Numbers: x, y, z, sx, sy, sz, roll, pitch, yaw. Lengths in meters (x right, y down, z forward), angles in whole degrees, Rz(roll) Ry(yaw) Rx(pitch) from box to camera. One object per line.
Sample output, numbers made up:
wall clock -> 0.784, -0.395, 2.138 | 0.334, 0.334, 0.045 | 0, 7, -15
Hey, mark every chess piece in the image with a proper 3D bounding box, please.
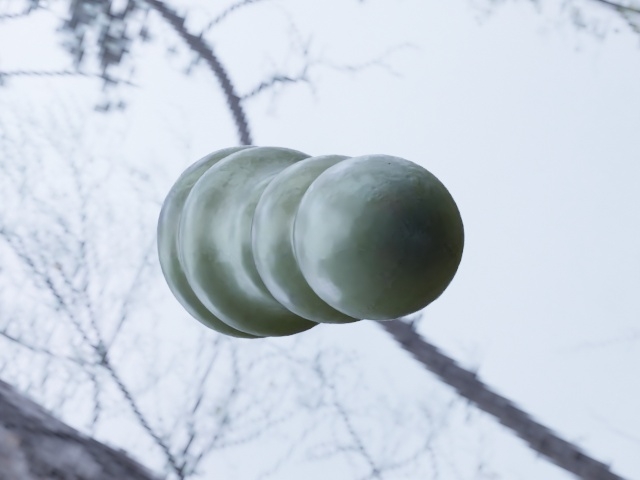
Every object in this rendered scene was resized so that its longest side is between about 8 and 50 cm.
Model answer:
chess piece -> 0.000, 0.000, 1.112 | 0.144, 0.251, 0.144 | 0, -91, -25
